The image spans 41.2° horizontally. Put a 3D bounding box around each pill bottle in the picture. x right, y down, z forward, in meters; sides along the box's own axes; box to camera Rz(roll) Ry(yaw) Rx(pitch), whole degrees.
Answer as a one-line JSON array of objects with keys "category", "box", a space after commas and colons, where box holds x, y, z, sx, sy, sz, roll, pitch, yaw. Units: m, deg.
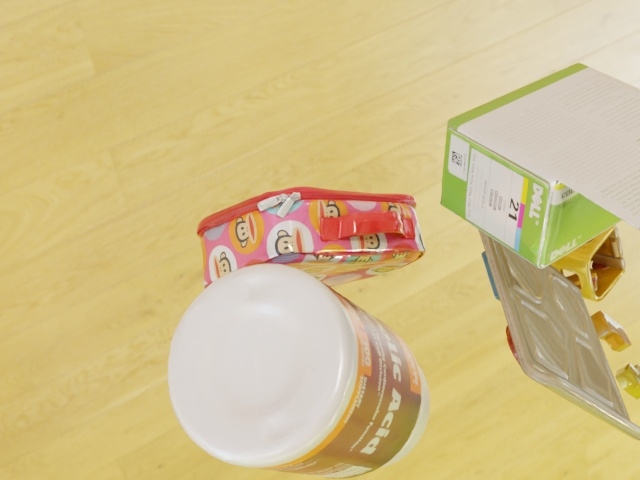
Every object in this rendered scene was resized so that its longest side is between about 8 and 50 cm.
[{"category": "pill bottle", "box": [0.000, 0.183, 1.075, 0.224, 0.224, 0.392, -52, 152, 0]}]

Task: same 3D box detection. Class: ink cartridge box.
[{"category": "ink cartridge box", "box": [0.260, -0.045, 0.746, 0.189, 0.255, 0.097, -26, 135, -28]}]

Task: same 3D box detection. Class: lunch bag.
[{"category": "lunch bag", "box": [0.000, 0.000, 1.195, 0.293, 0.258, 0.120, 1, 76, -43]}]

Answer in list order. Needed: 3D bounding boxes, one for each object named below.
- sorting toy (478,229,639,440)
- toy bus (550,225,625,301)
[{"category": "sorting toy", "box": [0.272, 0.111, 0.927, 0.041, 0.229, 0.307, -38, 132, 25]}, {"category": "toy bus", "box": [0.321, 0.014, 1.198, 0.104, 0.191, 0.202, -43, 172, -26]}]
